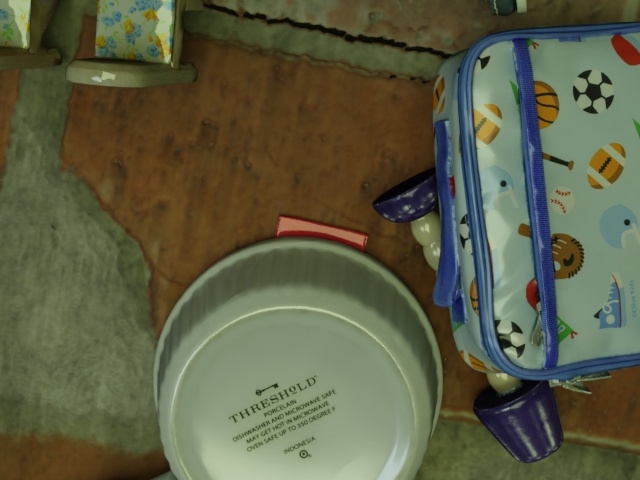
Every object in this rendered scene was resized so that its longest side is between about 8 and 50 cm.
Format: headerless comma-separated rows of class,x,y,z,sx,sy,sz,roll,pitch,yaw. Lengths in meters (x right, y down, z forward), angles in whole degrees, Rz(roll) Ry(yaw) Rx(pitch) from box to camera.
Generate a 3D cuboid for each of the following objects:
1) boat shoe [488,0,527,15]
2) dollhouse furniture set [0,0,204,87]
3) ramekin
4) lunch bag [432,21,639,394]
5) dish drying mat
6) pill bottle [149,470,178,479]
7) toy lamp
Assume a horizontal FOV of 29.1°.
boat shoe,0.105,-0.301,1.028,0.079,0.095,0.255,-20,98,2
dollhouse furniture set,-0.133,-0.293,0.909,0.394,0.256,0.362,8,101,13
ramekin,-0.021,0.142,1.089,0.272,0.127,0.273,0,103,1
lunch bag,0.210,-0.026,1.034,0.243,0.115,0.303,-5,89,-16
dish drying mat,0.000,0.000,1.127,0.083,0.008,0.032,13,101,-3
pill bottle,-0.208,0.294,1.126,0.208,0.117,0.118,-28,99,5
toy lamp,0.137,0.072,1.105,0.080,0.080,0.275,-28,97,5
